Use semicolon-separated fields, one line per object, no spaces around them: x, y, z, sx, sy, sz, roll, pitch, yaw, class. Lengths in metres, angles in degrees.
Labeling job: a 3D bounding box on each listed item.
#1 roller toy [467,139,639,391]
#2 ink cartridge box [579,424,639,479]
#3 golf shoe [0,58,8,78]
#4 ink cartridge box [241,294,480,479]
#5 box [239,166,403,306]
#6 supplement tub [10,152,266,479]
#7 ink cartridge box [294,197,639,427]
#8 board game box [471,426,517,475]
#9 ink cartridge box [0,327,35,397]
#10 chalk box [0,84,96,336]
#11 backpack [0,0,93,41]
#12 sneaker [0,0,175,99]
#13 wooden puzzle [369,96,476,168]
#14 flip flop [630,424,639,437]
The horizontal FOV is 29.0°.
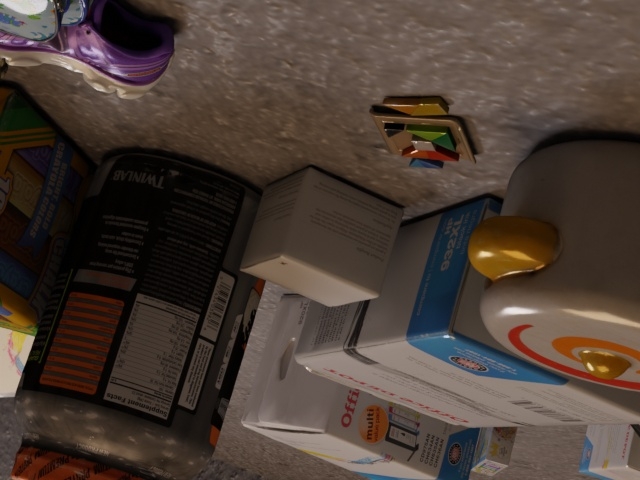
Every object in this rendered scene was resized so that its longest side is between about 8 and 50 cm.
0.216;0.028;0.885;0.191;0.146;0.209;9;161;24;roller toy
0.397;0.250;1.521;0.090;0.092;0.143;20;164;-12;ink cartridge box
-0.281;-0.139;0.923;0.077;0.094;0.198;16;162;5;golf shoe
0.059;0.183;1.491;0.233;0.171;0.168;27;160;-34;ink cartridge box
0.000;0.000;1.105;0.101;0.087;0.102;23;162;-21;box
-0.168;0.094;1.172;0.193;0.316;0.193;16;164;5;supplement tub
0.146;0.082;1.158;0.223;0.129;0.307;23;162;-21;ink cartridge box
0.204;0.177;1.362;0.026;0.154;0.103;16;164;3;board game box
-0.319;0.084;1.350;0.176;0.128;0.127;-3;128;-1;ink cartridge box
-0.335;-0.021;1.201;0.180;0.179;0.289;12;163;18;chalk box
-0.182;-0.170;0.742;0.105;0.084;0.114;19;166;1;backpack
-0.179;-0.157;0.851;0.170;0.068;0.071;14;150;-23;sneaker
0.076;-0.076;0.920;0.078;0.014;0.116;8;162;27;wooden puzzle
0.339;0.149;1.276;0.112;0.080;0.277;52;-170;19;flip flop
